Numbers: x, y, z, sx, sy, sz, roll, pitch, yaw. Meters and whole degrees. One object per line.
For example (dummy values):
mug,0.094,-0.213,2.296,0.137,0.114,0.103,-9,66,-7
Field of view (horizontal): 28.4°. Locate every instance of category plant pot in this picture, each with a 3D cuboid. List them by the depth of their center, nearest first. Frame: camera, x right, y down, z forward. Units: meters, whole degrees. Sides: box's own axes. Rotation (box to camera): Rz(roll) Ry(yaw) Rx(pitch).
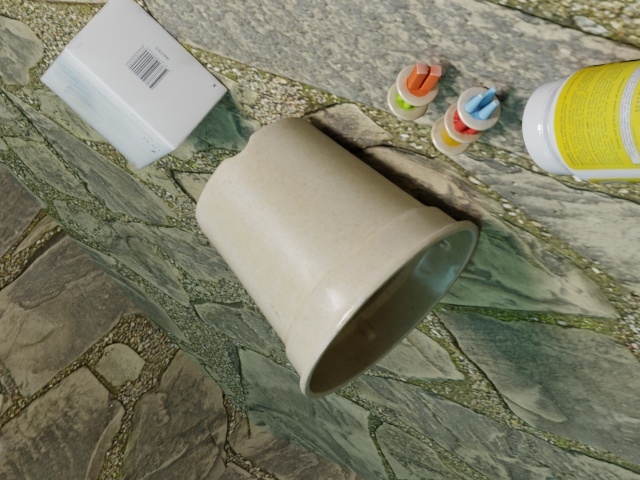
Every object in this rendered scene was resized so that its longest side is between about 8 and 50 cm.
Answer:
plant pot,0.000,0.000,1.797,0.305,0.334,0.334,45,164,17

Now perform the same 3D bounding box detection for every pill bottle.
pill bottle,0.297,-0.114,1.215,0.119,0.119,0.208,47,160,-23

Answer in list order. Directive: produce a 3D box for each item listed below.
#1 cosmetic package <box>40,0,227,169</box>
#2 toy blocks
cosmetic package,-0.300,-0.246,2.000,0.224,0.138,0.225,43,162,-12
toy blocks,0.147,-0.166,1.473,0.123,0.054,0.148,38,162,-1
